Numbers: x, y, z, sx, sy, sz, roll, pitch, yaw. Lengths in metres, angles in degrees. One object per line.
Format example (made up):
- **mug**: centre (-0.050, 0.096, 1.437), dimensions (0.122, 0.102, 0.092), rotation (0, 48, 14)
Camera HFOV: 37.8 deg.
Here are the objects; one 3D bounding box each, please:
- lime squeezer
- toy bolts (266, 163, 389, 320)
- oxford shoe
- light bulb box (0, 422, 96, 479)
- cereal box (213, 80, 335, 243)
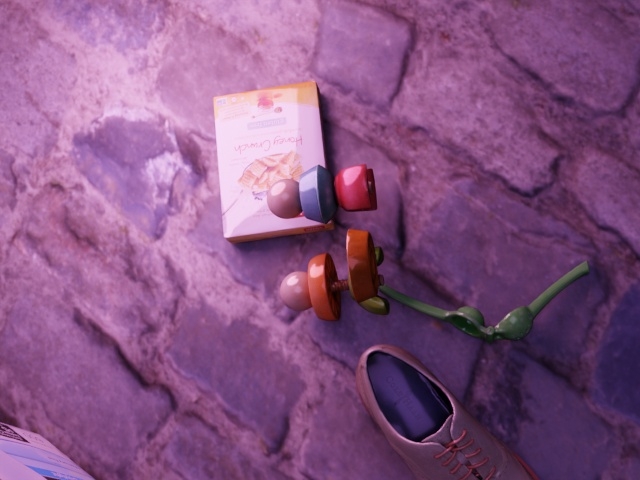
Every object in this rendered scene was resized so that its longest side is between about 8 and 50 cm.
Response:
- **lime squeezer**: centre (0.241, 0.095, 1.364), dimensions (0.310, 0.059, 0.110), rotation (-7, 75, 9)
- **toy bolts**: centre (0.000, 0.000, 1.336), dimensions (0.159, 0.218, 0.228), rotation (-7, 83, 10)
- **oxford shoe**: centre (0.182, 0.303, 1.273), dimensions (0.140, 0.146, 0.397), rotation (-45, 73, -4)
- **light bulb box**: centre (-0.437, 0.391, 1.204), dimensions (0.361, 0.358, 0.225), rotation (24, 81, 35)
- **cereal box**: centre (-0.075, -0.123, 1.478), dimensions (0.173, 0.047, 0.240), rotation (-9, 74, 7)
